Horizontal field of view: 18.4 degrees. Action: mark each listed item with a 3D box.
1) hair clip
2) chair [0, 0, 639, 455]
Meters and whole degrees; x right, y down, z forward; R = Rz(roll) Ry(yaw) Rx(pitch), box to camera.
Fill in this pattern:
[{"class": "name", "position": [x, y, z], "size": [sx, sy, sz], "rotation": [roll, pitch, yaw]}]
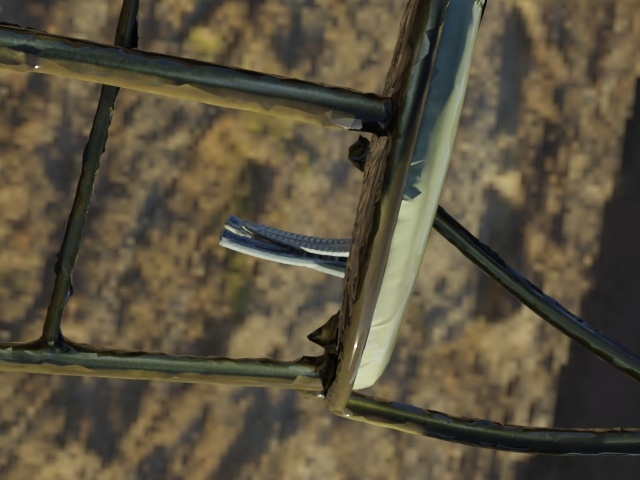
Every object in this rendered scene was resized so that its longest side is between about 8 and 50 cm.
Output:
[{"class": "hair clip", "position": [0.000, -0.001, 1.125], "size": [0.030, 0.115, 0.039], "rotation": [-69, 168, -68]}, {"class": "chair", "position": [0.018, -0.022, 0.503], "size": [0.170, 0.325, 0.160], "rotation": [105, -2, -49]}]
